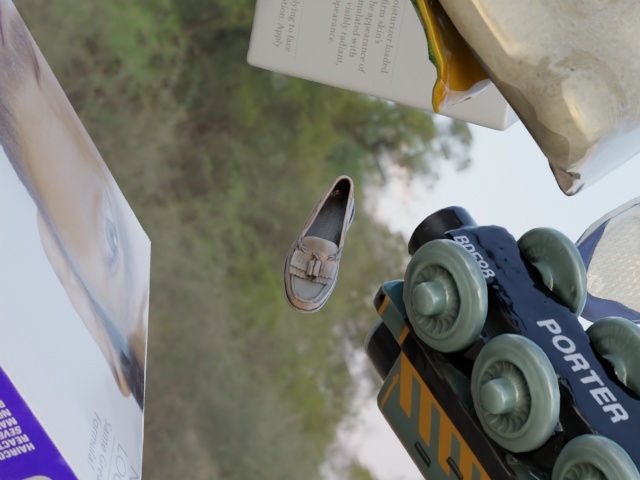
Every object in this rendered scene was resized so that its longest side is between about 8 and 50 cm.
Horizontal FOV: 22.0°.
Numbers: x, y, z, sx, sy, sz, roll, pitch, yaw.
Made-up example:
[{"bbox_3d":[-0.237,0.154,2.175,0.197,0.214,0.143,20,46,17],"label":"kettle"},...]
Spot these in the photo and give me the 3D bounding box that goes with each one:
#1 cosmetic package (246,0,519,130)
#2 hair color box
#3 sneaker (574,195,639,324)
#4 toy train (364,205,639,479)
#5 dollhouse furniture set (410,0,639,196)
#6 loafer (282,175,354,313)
[{"bbox_3d":[0.072,-0.176,1.078,0.151,0.183,0.151,-34,138,-64],"label":"cosmetic package"},{"bbox_3d":[-0.174,-0.049,0.573,0.185,0.110,0.339,-95,165,-51],"label":"hair color box"},{"bbox_3d":[0.347,0.000,1.381,0.131,0.296,0.112,-38,111,-86],"label":"sneaker"},{"bbox_3d":[0.142,0.134,1.111,0.334,0.142,0.190,54,-46,32],"label":"toy train"},{"bbox_3d":[0.102,-0.161,0.398,0.197,0.301,0.151,57,-10,-4],"label":"dollhouse furniture set"},{"bbox_3d":[0.000,0.000,1.339,0.039,0.045,0.125,106,2,-54],"label":"loafer"}]
